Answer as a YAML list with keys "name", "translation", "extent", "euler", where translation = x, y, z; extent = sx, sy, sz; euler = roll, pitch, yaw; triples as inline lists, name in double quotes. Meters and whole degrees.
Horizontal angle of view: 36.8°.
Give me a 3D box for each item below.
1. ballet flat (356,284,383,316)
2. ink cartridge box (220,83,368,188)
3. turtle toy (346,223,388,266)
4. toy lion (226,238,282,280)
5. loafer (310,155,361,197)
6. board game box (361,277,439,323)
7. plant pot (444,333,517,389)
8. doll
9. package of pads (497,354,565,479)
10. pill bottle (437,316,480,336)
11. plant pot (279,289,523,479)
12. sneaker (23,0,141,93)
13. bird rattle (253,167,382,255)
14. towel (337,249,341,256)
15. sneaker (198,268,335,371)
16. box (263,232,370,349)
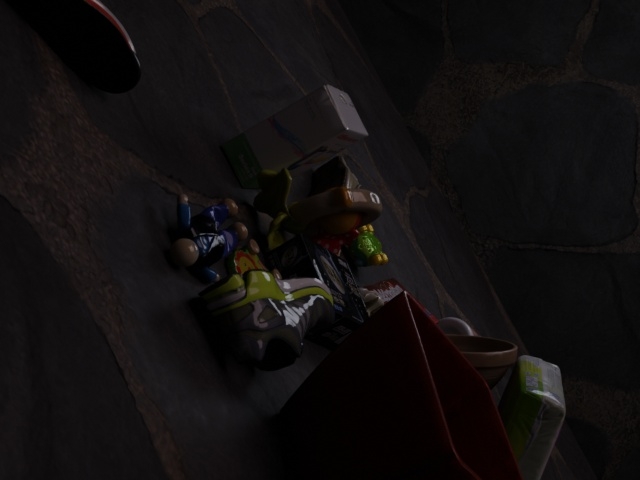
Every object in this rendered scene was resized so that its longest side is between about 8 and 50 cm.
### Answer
- name: "ballet flat"
  translation: [0.091, 0.142, 1.780]
  extent: [0.074, 0.074, 0.203]
  euler: [44, 22, -45]
- name: "ink cartridge box"
  translation: [-0.041, -0.175, 1.670]
  extent: [0.093, 0.212, 0.154]
  euler: [62, 15, 6]
- name: "turtle toy"
  translation: [0.093, 0.018, 2.015]
  extent: [0.095, 0.066, 0.130]
  euler: [65, 15, 10]
- name: "toy lion"
  translation: [-0.101, 0.052, 1.420]
  extent: [0.100, 0.034, 0.096]
  euler: [53, 24, -25]
- name: "loafer"
  translation: [0.042, -0.100, 2.003]
  extent: [0.092, 0.102, 0.268]
  euler: [51, 16, -17]
- name: "board game box"
  translation: [0.166, 0.143, 2.017]
  extent: [0.145, 0.027, 0.281]
  euler: [43, 13, 11]
- name: "plant pot"
  translation: [0.280, 0.260, 1.961]
  extent: [0.237, 0.237, 0.110]
  euler: [-11, 104, -74]
- name: "doll"
  translation: [-0.159, -0.006, 1.304]
  extent: [0.129, 0.046, 0.189]
  euler: [67, 21, -10]
- name: "package of pads"
  translation: [0.388, 0.394, 1.883]
  extent: [0.101, 0.296, 0.229]
  euler: [20, 16, 6]
- name: "pill bottle"
  translation: [0.328, 0.265, 2.206]
  extent: [0.216, 0.121, 0.121]
  euler: [40, 25, -52]
- name: "plant pot"
  translation: [0.099, 0.278, 1.247]
  extent: [0.267, 0.236, 0.267]
  euler: [47, 19, -39]
- name: "sneaker"
  translation: [-0.330, -0.326, 1.266]
  extent: [0.270, 0.090, 0.145]
  euler: [46, 23, -35]
- name: "bird rattle"
  translation: [0.010, -0.031, 1.629]
  extent: [0.253, 0.207, 0.143]
  euler: [23, 57, -51]
- name: "towel"
  translation: [0.000, 0.000, 1.830]
  extent: [0.110, 0.027, 0.148]
  euler: [59, 15, -8]
- name: "sneaker"
  translation: [-0.062, 0.118, 1.320]
  extent: [0.300, 0.111, 0.121]
  euler: [11, 60, -63]
- name: "box"
  translation: [0.002, 0.090, 1.579]
  extent: [0.180, 0.077, 0.147]
  euler: [34, 30, -58]
